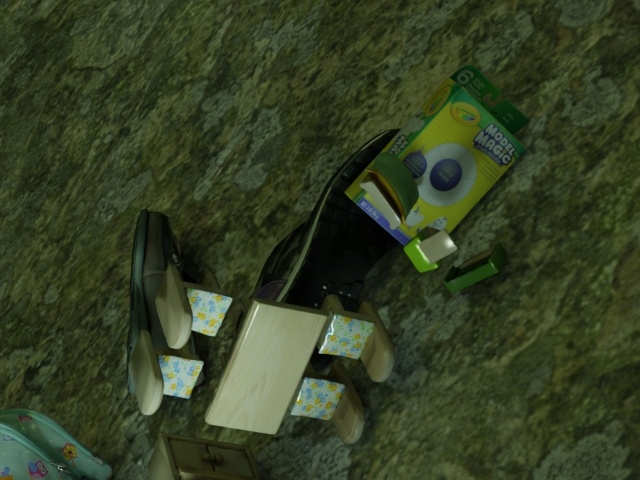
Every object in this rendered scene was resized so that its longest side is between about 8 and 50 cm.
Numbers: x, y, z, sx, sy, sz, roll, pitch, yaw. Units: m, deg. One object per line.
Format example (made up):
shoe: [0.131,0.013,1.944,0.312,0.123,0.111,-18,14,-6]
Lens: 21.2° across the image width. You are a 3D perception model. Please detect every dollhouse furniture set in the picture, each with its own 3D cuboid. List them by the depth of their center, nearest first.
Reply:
dollhouse furniture set: [-0.064,0.172,1.586,0.242,0.212,0.161,-67,26,25]
dollhouse furniture set: [0.107,-0.024,1.614,0.059,0.151,0.076,-30,12,31]

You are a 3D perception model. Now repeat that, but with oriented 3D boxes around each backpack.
backpack: [-0.328,0.258,1.813,0.166,0.188,0.144,-7,53,46]

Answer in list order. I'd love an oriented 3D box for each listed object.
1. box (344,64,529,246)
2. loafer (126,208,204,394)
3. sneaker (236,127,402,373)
box: [0.123,-0.078,1.689,0.179,0.105,0.043,-49,28,2]
loafer: [-0.174,0.071,1.929,0.267,0.084,0.096,-94,11,-47]
sneaker: [0.000,0.000,1.764,0.283,0.107,0.124,-57,29,-9]
